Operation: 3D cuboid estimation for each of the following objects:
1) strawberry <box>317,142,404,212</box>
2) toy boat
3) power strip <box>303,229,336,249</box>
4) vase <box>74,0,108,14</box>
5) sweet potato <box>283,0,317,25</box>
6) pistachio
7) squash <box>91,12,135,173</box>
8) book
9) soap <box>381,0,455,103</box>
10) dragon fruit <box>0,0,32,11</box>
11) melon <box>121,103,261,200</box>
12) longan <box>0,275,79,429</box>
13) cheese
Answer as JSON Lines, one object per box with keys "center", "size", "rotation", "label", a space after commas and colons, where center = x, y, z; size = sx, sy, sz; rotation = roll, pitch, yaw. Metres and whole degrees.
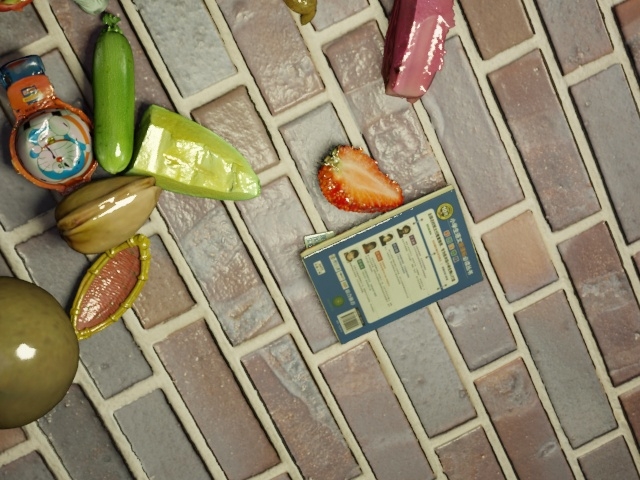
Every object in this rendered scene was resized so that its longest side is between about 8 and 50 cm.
{"center": [0.082, -0.131, 1.773], "size": [0.236, 0.107, 0.175], "rotation": [48, 54, -15], "label": "strawberry"}
{"center": [-0.521, 0.112, 1.747], "size": [0.141, 0.099, 0.317], "rotation": [34, 93, -15], "label": "toy boat"}
{"center": [0.000, 0.000, 1.825], "size": [0.090, 0.016, 0.040], "rotation": [-12, 102, -4], "label": "power strip"}
{"center": [-0.549, -0.571, 1.541], "size": [0.096, 0.219, 0.096], "rotation": [-1, 86, 11], "label": "vase"}
{"center": [-0.067, -0.660, 1.639], "size": [0.124, 0.098, 0.309], "rotation": [17, 123, 28], "label": "sweet potato"}
{"center": [-0.497, -0.068, 1.660], "size": [0.261, 0.213, 0.162], "rotation": [-24, 95, -12], "label": "pistachio"}
{"center": [-0.482, -0.343, 1.635], "size": [0.102, 0.101, 0.378], "rotation": [-1, 84, -7], "label": "squash"}
{"center": [0.194, 0.069, 1.818], "size": [0.428, 0.039, 0.300], "rotation": [-24, 117, -2], "label": "book"}
{"center": [0.228, -0.493, 1.650], "size": [0.128, 0.220, 0.324], "rotation": [7, 124, -5], "label": "soap"}
{"center": [-0.734, -0.645, 1.507], "size": [0.306, 0.226, 0.305], "rotation": [-2, 104, -8], "label": "dragon fruit"}
{"center": [-0.301, -0.180, 1.701], "size": [0.324, 0.124, 0.196], "rotation": [21, 105, -13], "label": "melon"}
{"center": [-0.736, 0.253, 1.621], "size": [0.361, 0.361, 0.360], "rotation": [-1, 101, -7], "label": "longan"}
{"center": [-0.640, -0.264, 1.641], "size": [0.217, 0.129, 0.329], "rotation": [-21, 102, -4], "label": "cheese"}
